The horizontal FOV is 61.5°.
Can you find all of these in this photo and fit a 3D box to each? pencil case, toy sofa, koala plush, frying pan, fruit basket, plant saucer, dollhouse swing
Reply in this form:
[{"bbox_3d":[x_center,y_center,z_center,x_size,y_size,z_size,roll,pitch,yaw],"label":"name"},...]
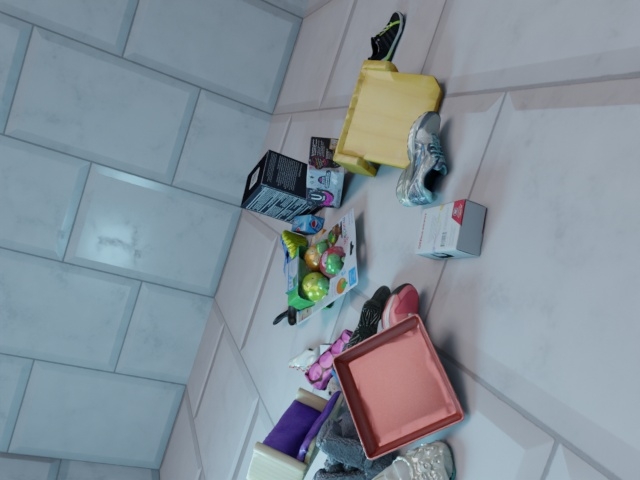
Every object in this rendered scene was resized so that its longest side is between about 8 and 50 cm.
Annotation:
[{"bbox_3d":[0.044,0.369,1.646,0.209,0.095,0.098,-50,33,10],"label":"pencil case"},{"bbox_3d":[-0.059,0.543,1.537,0.362,0.150,0.177,-29,-42,-71],"label":"toy sofa"},{"bbox_3d":[0.090,0.535,1.422,0.221,0.203,0.196,-78,-5,-72],"label":"koala plush"},{"bbox_3d":[-0.112,0.301,2.214,0.197,0.053,0.326,-101,33,-53],"label":"frying pan"},{"bbox_3d":[0.008,0.092,1.924,0.353,0.165,0.327,-46,34,44],"label":"fruit basket"},{"bbox_3d":[0.180,0.343,1.268,0.259,0.047,0.258,-32,61,21],"label":"plant saucer"},{"bbox_3d":[0.251,-0.383,1.810,0.315,0.305,0.347,12,-85,-70],"label":"dollhouse swing"}]

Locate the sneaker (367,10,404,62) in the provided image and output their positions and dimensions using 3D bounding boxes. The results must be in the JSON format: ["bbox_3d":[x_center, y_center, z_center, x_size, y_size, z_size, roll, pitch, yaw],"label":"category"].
[{"bbox_3d":[0.245,-0.771,2.056,0.084,0.097,0.235,23,96,68],"label":"sneaker"}]

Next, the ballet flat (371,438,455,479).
[{"bbox_3d":[0.151,0.607,1.231,0.409,0.147,0.147,-61,25,28],"label":"ballet flat"}]

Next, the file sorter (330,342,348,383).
[{"bbox_3d":[0.125,0.368,1.492,0.104,0.118,0.170,-69,21,4],"label":"file sorter"}]

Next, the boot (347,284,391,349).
[{"bbox_3d":[0.140,0.226,1.498,0.208,0.076,0.190,-28,-41,-80],"label":"boot"}]

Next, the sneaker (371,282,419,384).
[{"bbox_3d":[0.228,0.264,1.371,0.136,0.116,0.314,-2,66,41],"label":"sneaker"}]

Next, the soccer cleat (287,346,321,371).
[{"bbox_3d":[-0.053,0.432,1.964,0.196,0.068,0.076,-25,46,53],"label":"soccer cleat"}]

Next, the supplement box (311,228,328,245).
[{"bbox_3d":[0.000,0.000,2.179,0.098,0.036,0.062,-39,39,56],"label":"supplement box"}]

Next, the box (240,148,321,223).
[{"bbox_3d":[-0.161,-0.225,2.386,0.296,0.294,0.183,-32,43,59],"label":"box"}]

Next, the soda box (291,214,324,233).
[{"bbox_3d":[-0.058,-0.066,2.331,0.210,0.067,0.071,-1,73,69],"label":"soda box"}]

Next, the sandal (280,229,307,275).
[{"bbox_3d":[-0.120,0.065,2.309,0.138,0.126,0.317,-63,22,23],"label":"sandal"}]

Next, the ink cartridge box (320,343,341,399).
[{"bbox_3d":[0.051,0.429,1.761,0.145,0.045,0.179,161,105,-64],"label":"ink cartridge box"}]

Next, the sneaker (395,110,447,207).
[{"bbox_3d":[0.314,-0.228,1.521,0.122,0.110,0.283,7,84,51],"label":"sneaker"}]

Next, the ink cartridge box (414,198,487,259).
[{"bbox_3d":[0.322,-0.023,1.347,0.175,0.072,0.127,-11,64,66],"label":"ink cartridge box"}]

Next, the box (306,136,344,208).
[{"bbox_3d":[0.017,-0.254,2.063,0.247,0.142,0.163,94,-179,-61],"label":"box"}]
